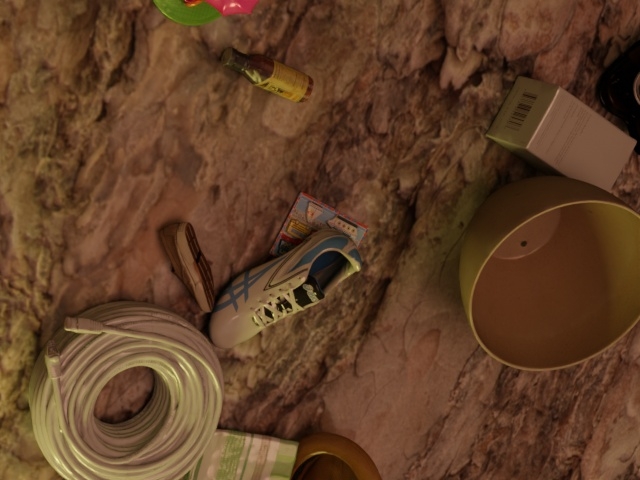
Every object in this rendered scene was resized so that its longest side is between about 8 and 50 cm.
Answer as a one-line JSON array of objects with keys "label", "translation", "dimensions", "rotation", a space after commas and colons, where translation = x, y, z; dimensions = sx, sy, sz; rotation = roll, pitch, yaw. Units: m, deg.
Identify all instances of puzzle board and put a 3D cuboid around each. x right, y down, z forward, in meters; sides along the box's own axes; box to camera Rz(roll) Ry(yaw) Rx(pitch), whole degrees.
[{"label": "puzzle board", "translation": [0.000, 0.000, 1.924], "dimensions": [0.128, 0.011, 0.096], "rotation": [27, 91, -33]}]

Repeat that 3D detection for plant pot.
[{"label": "plant pot", "translation": [0.315, 0.018, 1.981], "dimensions": [0.284, 0.191, 0.284], "rotation": [-8, 124, -13]}]

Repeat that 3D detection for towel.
[{"label": "towel", "translation": [-0.112, 0.324, 1.936], "dimensions": [0.152, 0.023, 0.113], "rotation": [11, 100, -19]}]

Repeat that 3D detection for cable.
[{"label": "cable", "translation": [-0.254, 0.206, 1.802], "dimensions": [0.257, 0.089, 0.257], "rotation": [1, 106, -30]}]

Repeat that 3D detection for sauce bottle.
[{"label": "sauce bottle", "translation": [-0.070, -0.218, 1.802], "dimensions": [0.128, 0.042, 0.042], "rotation": [20, 95, -30]}]

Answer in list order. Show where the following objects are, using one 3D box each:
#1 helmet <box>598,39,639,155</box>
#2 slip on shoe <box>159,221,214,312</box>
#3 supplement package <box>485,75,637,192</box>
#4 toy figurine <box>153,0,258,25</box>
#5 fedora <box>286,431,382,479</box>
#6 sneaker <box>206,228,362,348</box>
[{"label": "helmet", "translation": [0.513, -0.211, 2.057], "dimensions": [0.161, 0.169, 0.169], "rotation": [44, 82, -15]}, {"label": "slip on shoe", "translation": [-0.175, 0.037, 1.823], "dimensions": [0.041, 0.051, 0.135], "rotation": [-8, 125, 15]}, {"label": "supplement package", "translation": [0.352, -0.149, 2.019], "dimensions": [0.179, 0.105, 0.105], "rotation": [30, 89, -32]}, {"label": "toy figurine", "translation": [-0.105, -0.328, 1.679], "dimensions": [0.173, 0.159, 0.130], "rotation": [-34, 119, -17]}, {"label": "fedora", "translation": [0.019, 0.368, 1.987], "dimensions": [0.079, 0.194, 0.194], "rotation": [-7, 113, -67]}, {"label": "sneaker", "translation": [-0.050, 0.069, 1.867], "dimensions": [0.237, 0.086, 0.085], "rotation": [-36, 123, -6]}]
